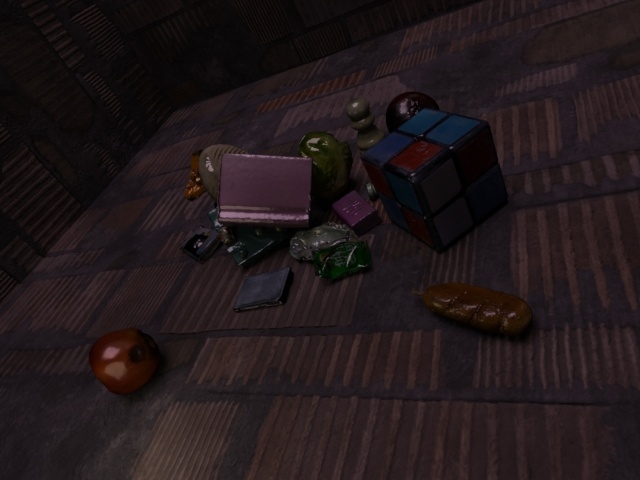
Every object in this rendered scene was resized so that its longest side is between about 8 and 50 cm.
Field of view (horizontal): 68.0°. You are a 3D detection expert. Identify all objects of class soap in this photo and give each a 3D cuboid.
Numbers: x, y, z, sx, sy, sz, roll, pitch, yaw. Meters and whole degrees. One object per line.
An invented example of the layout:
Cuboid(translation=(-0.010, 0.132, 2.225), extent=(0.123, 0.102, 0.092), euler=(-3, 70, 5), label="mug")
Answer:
Cuboid(translation=(0.136, -0.106, 1.827), extent=(0.122, 0.066, 0.203), euler=(-34, 36, -4), label="soap")

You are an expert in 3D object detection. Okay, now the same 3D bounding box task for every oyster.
Cuboid(translation=(-0.002, -0.002, 1.782), extent=(0.252, 0.087, 0.199), euler=(-36, 44, 5), label="oyster")

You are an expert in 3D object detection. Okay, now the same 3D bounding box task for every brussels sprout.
Cuboid(translation=(0.015, -0.313, 1.994), extent=(0.227, 0.259, 0.295), euler=(-21, 76, -20), label="brussels sprout")

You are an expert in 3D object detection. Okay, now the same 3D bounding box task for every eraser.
Cuboid(translation=(-0.208, -0.191, 1.838), extent=(0.358, 0.122, 0.273), euler=(2, 85, 2), label="eraser")

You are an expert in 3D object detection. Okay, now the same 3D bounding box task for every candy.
Cuboid(translation=(0.075, 0.068, 1.654), extent=(0.203, 0.078, 0.141), euler=(-13, 49, 5), label="candy")

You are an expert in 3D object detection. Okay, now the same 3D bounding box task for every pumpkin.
Cuboid(translation=(-0.681, -0.382, 2.653), extent=(0.280, 0.190, 0.139), euler=(-40, 37, -12), label="pumpkin")

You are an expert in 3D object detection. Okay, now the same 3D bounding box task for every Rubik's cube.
Cuboid(translation=(0.373, -0.212, 1.568), extent=(0.316, 0.313, 0.318), euler=(-37, 35, -10), label="Rubik's cube")

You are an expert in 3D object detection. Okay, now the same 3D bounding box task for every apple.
Cuboid(translation=(-0.680, 0.411, 1.664), extent=(0.229, 0.230, 0.230), euler=(-20, 37, 15), label="apple")

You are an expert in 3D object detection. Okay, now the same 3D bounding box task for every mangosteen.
Cuboid(translation=(0.385, -0.503, 2.035), extent=(0.235, 0.236, 0.261), euler=(-39, -7, -12), label="mangosteen")

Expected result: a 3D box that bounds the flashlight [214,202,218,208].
Cuboid(translation=(-0.446, -0.133, 2.268), extent=(0.093, 0.093, 0.232), euler=(-33, 36, -4), label="flashlight")

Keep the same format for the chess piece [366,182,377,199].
Cuboid(translation=(0.237, -0.206, 1.884), extent=(0.103, 0.067, 0.067), euler=(-16, 37, 5), label="chess piece")

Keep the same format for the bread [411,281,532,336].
Cuboid(translation=(0.395, 0.177, 1.279), extent=(0.343, 0.084, 0.124), euler=(10, 30, 43), label="bread")

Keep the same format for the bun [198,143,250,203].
Cuboid(translation=(-0.421, -0.282, 2.235), extent=(0.219, 0.365, 0.365), euler=(-46, 23, 36), label="bun")

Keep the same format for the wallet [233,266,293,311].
Cuboid(translation=(-0.209, 0.182, 1.755), extent=(0.221, 0.036, 0.167), euler=(-15, 39, 24), label="wallet")

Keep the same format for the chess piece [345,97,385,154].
Cuboid(translation=(0.198, -0.520, 2.127), extent=(0.144, 0.251, 0.145), euler=(-19, 36, 15), label="chess piece")

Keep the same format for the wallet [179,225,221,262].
Cuboid(translation=(-0.554, 0.006, 2.195), extent=(0.230, 0.069, 0.170), euler=(19, 63, 49), label="wallet")

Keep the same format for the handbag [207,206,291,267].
Cuboid(translation=(-0.286, -0.067, 1.931), extent=(0.274, 0.269, 0.100), euler=(-31, -8, -6), label="handbag")
